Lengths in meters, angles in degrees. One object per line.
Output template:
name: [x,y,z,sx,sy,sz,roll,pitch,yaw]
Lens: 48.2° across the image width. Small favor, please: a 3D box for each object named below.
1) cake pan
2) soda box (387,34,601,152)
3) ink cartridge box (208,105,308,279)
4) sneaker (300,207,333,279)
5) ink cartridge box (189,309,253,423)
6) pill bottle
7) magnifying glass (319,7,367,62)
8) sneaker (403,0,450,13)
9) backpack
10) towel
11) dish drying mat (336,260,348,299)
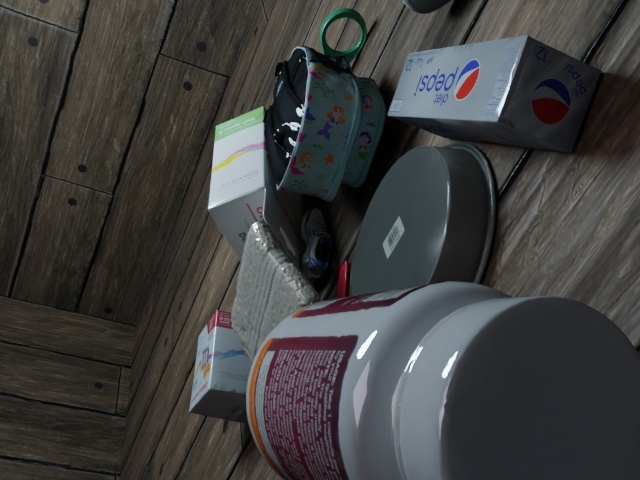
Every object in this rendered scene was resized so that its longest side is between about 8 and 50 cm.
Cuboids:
cake pan: [0.120,0.004,0.939,0.293,0.054,0.293,-164,90,-71]
soda box: [0.185,-0.167,0.832,0.091,0.098,0.286,-71,20,5]
ink cartridge box: [-0.117,-0.071,1.376,0.119,0.207,0.354,-19,39,11]
sneaker: [0.000,0.000,1.286,0.058,0.052,0.135,-33,53,51]
ink cartridge box: [-0.176,0.255,1.432,0.128,0.127,0.176,129,149,-46]
pill bottle: [0.088,0.155,0.657,0.392,0.223,0.224,161,123,-67]
magnifying glass: [0.029,-0.352,1.438,0.026,0.092,0.231,-105,26,-49]
sneaker: [0.198,-0.376,0.943,0.295,0.123,0.179,-47,23,49]
backpack: [0.000,-0.188,1.206,0.254,0.191,0.225,-94,21,-62]
towel: [-0.079,0.124,1.216,0.187,0.049,0.282,51,143,30]
dish drying mat: [0.037,0.076,1.175,0.032,0.008,0.083,136,144,-55]
